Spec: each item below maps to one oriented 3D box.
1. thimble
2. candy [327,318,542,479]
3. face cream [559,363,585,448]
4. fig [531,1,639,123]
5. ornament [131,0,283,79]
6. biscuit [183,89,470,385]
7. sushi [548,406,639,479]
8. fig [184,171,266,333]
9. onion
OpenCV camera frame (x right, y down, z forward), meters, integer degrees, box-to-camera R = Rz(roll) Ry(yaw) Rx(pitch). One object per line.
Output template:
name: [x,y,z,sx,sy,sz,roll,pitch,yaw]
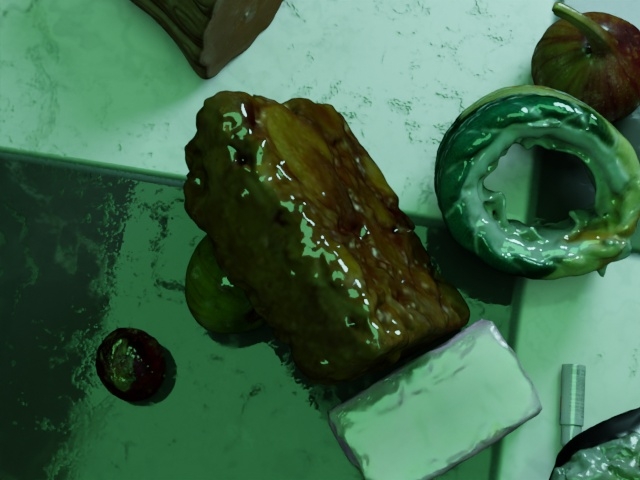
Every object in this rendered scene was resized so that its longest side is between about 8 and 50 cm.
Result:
thimble: [0.300,-0.074,1.628,0.288,0.167,0.254,31,104,-5]
candy: [0.154,0.237,1.625,0.265,0.116,0.155,-30,81,-3]
face cream: [0.351,0.238,1.656,0.034,0.034,0.130,3,77,3]
fig: [0.391,-0.254,1.679,0.175,0.207,0.175,0,76,0]
ornament: [-0.190,-0.389,1.733,0.218,0.221,0.235,39,108,13]
biscuit: [0.000,0.000,1.566,0.166,0.343,0.395,-38,76,25]
sushi: [0.432,0.412,1.508,0.328,0.285,0.328,-22,56,-8]
fig: [-0.149,0.018,1.688,0.151,0.151,0.259,-31,54,-5]
onion: [-0.264,0.172,1.665,0.107,0.097,0.107,10,110,29]
